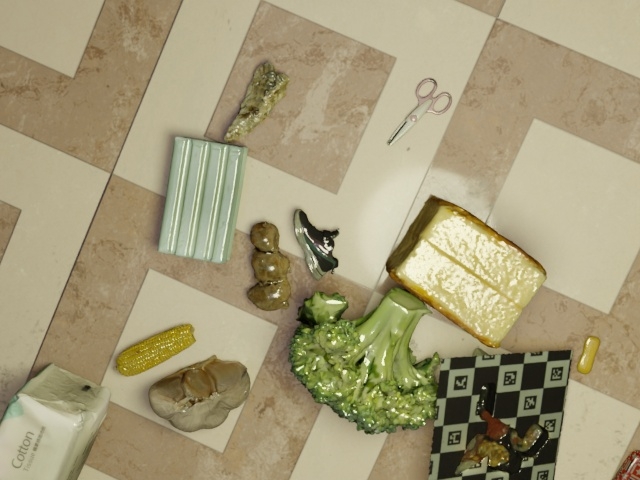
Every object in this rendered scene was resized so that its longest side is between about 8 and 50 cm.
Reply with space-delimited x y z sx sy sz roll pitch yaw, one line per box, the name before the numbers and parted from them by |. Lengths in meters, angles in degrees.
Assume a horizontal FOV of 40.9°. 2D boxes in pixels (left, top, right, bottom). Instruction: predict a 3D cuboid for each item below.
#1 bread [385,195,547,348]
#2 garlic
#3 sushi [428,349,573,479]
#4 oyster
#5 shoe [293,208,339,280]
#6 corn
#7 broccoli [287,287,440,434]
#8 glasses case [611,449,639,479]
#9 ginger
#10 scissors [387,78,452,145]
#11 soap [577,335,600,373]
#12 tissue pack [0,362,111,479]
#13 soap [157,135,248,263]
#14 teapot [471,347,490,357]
bread | 0.298 0.056 1.806 0.279 0.279 0.207 36 96 2
garlic | -0.268 0.363 1.936 0.229 0.178 0.143 -7 109 -10
sushi | 0.377 0.406 1.887 0.343 0.064 0.359 -1 103 -24
oyster | -0.141 -0.303 1.927 0.106 0.061 0.200 17 95 3
shoe | 0.000 0.000 1.936 0.099 0.071 0.169 -21 96 3
corn | -0.382 0.255 1.988 0.206 0.067 0.067 -25 92 4
broccoli | 0.091 0.256 1.833 0.338 0.277 0.317 6 108 14
glasses case | 0.683 0.562 1.925 0.073 0.049 0.194 30 96 1
ginger | -0.118 0.058 1.942 0.104 0.080 0.204 0 96 11
scissors | 0.211 -0.277 1.917 0.085 0.022 0.176 43 93 -2
soap | 0.601 0.257 1.928 0.034 0.012 0.089 18 95 4
tissue pack | -0.634 0.485 1.926 0.194 0.266 0.356 25 96 -3
soap | -0.265 -0.092 1.939 0.160 0.087 0.265 10 95 4
teapot | 0.353 0.292 1.936 0.067 0.057 0.083 30 103 -27
